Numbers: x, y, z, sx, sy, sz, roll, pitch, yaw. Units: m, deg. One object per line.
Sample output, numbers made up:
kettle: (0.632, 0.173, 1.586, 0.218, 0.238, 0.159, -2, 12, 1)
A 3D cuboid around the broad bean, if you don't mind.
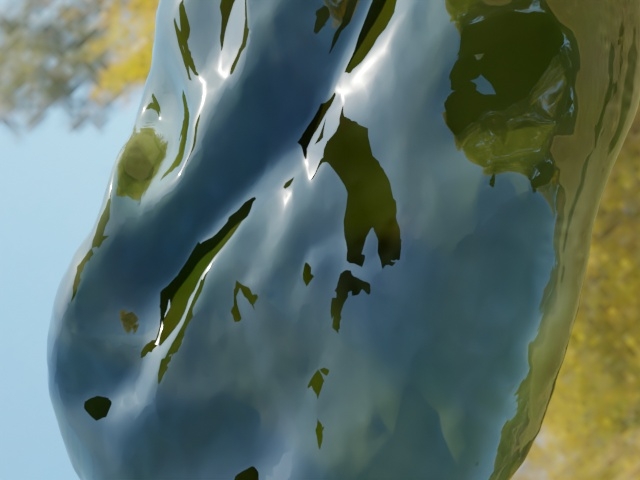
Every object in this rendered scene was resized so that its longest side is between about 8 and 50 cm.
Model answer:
broad bean: (0.002, -0.001, 0.424, 0.072, 0.207, 0.153, -15, -123, -38)
